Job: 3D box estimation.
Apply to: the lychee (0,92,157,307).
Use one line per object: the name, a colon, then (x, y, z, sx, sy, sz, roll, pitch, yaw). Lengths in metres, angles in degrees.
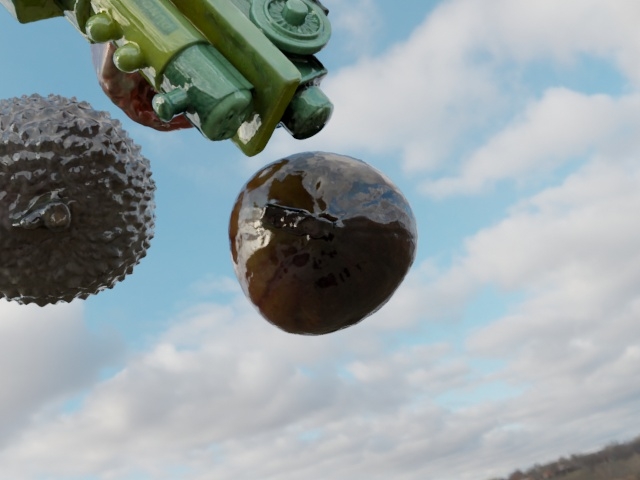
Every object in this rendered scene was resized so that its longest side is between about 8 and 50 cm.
lychee: (-0.484, -0.074, 1.129, 0.380, 0.432, 0.380, -6, -74, -22)

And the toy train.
toy train: (-0.151, -0.225, 0.632, 0.237, 0.369, 0.150, -36, -12, -42)

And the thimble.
thimble: (-0.210, -0.281, 0.925, 0.239, 0.162, 0.239, -18, -36, -14)

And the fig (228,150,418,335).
fig: (0.002, 0.004, 0.790, 0.235, 0.235, 0.214, 0, 2, -28)
